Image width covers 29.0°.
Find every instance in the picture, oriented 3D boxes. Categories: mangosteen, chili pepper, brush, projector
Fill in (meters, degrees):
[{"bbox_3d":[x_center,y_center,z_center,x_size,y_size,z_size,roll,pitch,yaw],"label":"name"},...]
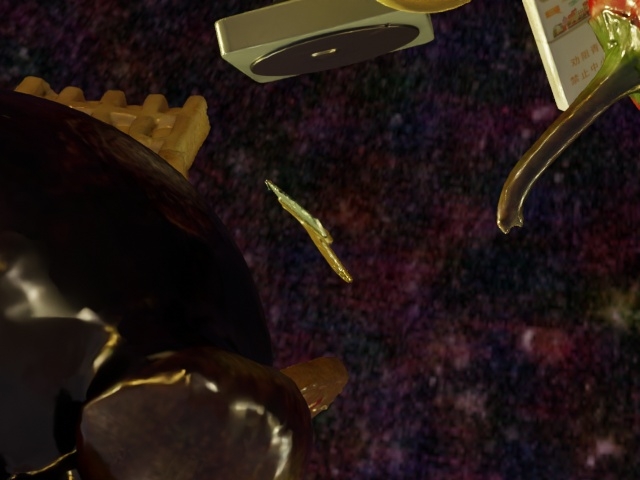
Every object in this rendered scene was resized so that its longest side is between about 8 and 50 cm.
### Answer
[{"bbox_3d":[-0.145,0.071,0.548,0.313,0.297,0.297,-11,128,44],"label":"mangosteen"},{"bbox_3d":[0.240,-0.142,0.771,0.338,0.134,0.131,-24,163,-17],"label":"chili pepper"},{"bbox_3d":[0.000,0.000,1.374,0.082,0.010,0.218,40,173,30],"label":"brush"},{"bbox_3d":[0.012,-0.282,1.625,0.259,0.257,0.079,-12,88,8],"label":"projector"}]

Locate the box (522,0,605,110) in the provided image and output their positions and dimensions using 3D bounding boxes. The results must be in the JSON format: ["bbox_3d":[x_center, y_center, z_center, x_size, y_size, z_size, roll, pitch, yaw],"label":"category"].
[{"bbox_3d":[0.256,-0.250,1.230,0.122,0.032,0.220,-33,122,-13],"label":"box"}]

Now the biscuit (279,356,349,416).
[{"bbox_3d":[-0.095,0.213,1.322,0.049,0.273,0.257,60,143,16],"label":"biscuit"}]

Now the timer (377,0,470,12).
[{"bbox_3d":[0.053,-0.406,1.198,0.387,0.376,0.376,27,132,14],"label":"timer"}]

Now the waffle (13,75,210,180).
[{"bbox_3d":[-0.361,-0.158,1.955,0.348,0.304,0.077,6,118,5],"label":"waffle"}]
